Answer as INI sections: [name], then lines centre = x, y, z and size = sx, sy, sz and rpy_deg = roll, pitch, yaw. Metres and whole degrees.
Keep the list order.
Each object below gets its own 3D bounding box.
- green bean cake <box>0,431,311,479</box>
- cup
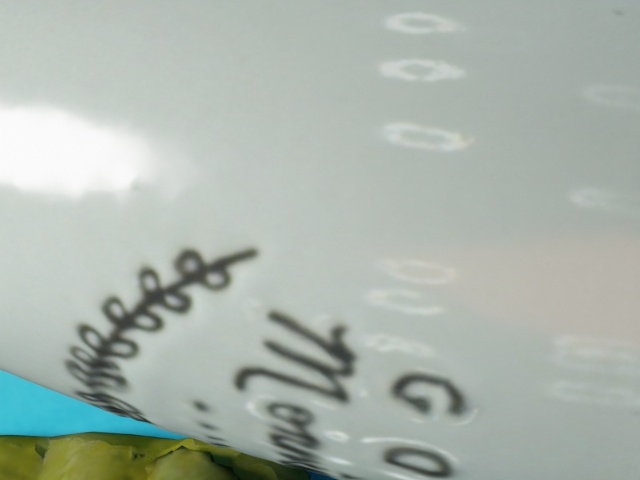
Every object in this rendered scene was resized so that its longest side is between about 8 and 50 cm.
[green bean cake]
centre = -0.122, 0.243, 0.692
size = 0.285, 0.202, 0.310
rpy_deg = -6, 120, 10
[cup]
centre = 0.000, 0.000, 0.571
size = 0.234, 0.186, 0.258
rpy_deg = 7, 149, 10
